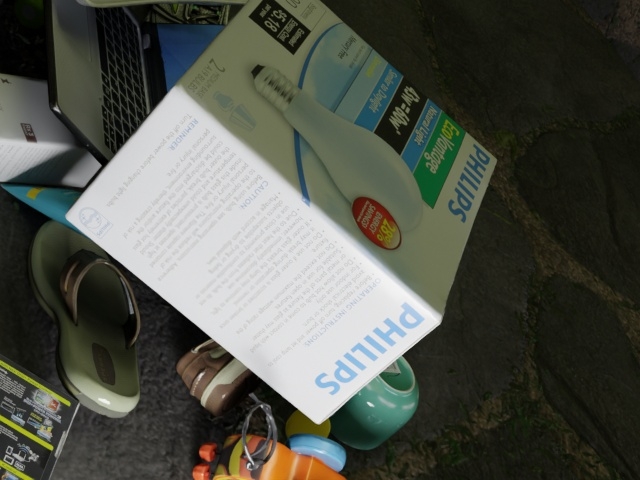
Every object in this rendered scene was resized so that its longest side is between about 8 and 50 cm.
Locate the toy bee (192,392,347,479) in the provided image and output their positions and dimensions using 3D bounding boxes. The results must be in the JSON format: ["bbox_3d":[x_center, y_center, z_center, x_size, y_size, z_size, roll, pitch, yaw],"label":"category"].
[{"bbox_3d":[-0.051,0.258,1.455,0.195,0.162,0.298,-54,129,-43],"label":"toy bee"}]

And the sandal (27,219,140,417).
[{"bbox_3d":[-0.250,0.074,1.462,0.120,0.086,0.303,18,28,-35],"label":"sandal"}]

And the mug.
[{"bbox_3d":[0.062,0.201,1.677,0.129,0.097,0.158,40,32,-8],"label":"mug"}]

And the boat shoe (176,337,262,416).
[{"bbox_3d":[-0.079,0.115,1.607,0.095,0.095,0.257,37,38,17],"label":"boat shoe"}]

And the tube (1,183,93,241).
[{"bbox_3d":[-0.291,-0.037,1.527,0.207,0.052,0.080,21,8,42],"label":"tube"}]

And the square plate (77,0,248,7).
[{"bbox_3d":[-0.279,-0.434,1.711,0.344,0.049,0.347,-15,67,-53],"label":"square plate"}]

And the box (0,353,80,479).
[{"bbox_3d":[-0.385,0.176,1.241,0.270,0.060,0.216,34,33,-17],"label":"box"}]

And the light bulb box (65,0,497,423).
[{"bbox_3d":[-0.026,-0.060,1.456,0.361,0.225,0.358,40,35,-9],"label":"light bulb box"}]

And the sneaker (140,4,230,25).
[{"bbox_3d":[-0.198,-0.368,1.988,0.134,0.146,0.343,20,41,-34],"label":"sneaker"}]

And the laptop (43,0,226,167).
[{"bbox_3d":[-0.159,-0.234,1.698,0.408,0.236,0.382,52,20,-50],"label":"laptop"}]

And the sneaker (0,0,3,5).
[{"bbox_3d":[-0.508,-0.303,1.612,0.130,0.109,0.286,42,30,8],"label":"sneaker"}]

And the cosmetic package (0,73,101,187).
[{"bbox_3d":[-0.381,-0.138,1.578,0.231,0.085,0.117,-1,54,-47],"label":"cosmetic package"}]

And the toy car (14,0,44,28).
[{"bbox_3d":[-0.372,-0.418,1.809,0.149,0.188,0.155,40,33,-7],"label":"toy car"}]
